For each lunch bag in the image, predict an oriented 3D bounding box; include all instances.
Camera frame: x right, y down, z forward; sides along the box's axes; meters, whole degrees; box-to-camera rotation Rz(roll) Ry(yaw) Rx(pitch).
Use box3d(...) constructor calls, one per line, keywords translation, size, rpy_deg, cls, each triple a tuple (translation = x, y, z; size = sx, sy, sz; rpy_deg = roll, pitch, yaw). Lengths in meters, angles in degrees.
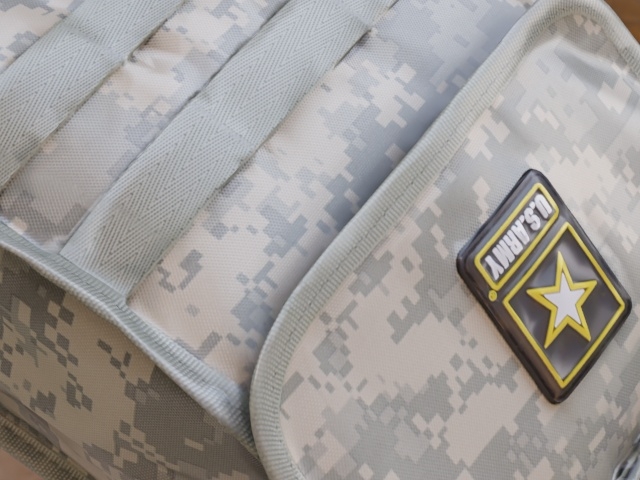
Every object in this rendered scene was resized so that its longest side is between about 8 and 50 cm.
box3d(translation=(0.000, 0.000, 0.568), size=(0.287, 0.169, 0.235), rpy_deg=(33, 58, 11), cls="lunch bag")
